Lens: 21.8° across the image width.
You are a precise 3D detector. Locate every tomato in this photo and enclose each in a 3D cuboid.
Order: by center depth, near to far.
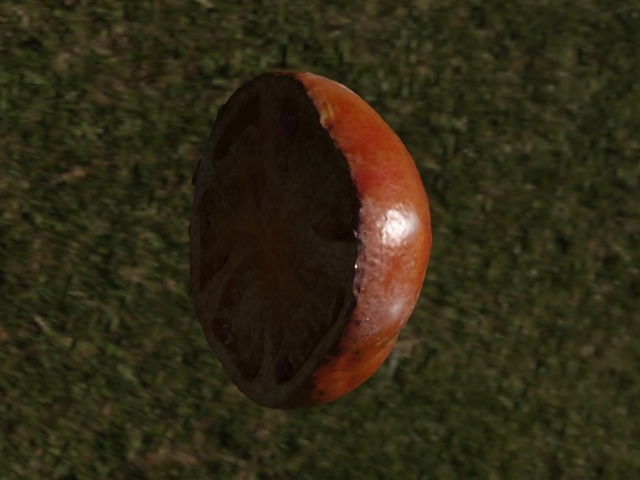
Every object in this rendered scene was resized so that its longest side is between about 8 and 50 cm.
[{"bbox_3d":[0.000,0.000,1.148,0.095,0.237,0.236,0,97,-32],"label":"tomato"}]
